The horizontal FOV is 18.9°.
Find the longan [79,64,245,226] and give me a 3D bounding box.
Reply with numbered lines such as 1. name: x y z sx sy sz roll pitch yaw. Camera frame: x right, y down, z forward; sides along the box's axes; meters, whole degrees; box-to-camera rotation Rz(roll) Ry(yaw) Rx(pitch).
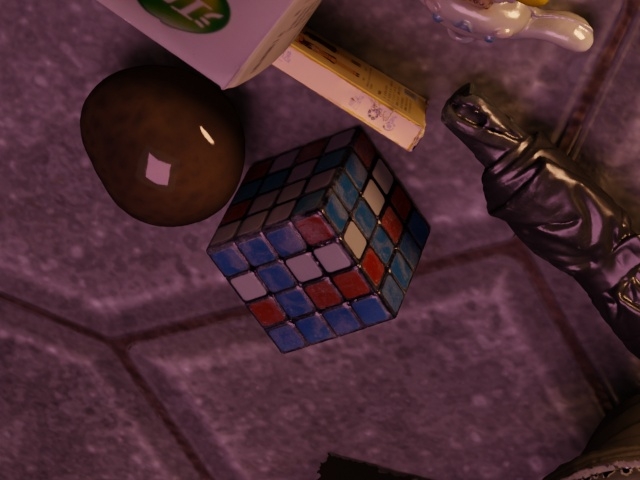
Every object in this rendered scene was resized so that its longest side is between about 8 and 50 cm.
1. longan: -0.101 -0.059 1.204 0.113 0.092 0.113 18 140 16

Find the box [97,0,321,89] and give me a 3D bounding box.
1. box: -0.109 -0.251 1.017 0.333 0.145 0.173 35 134 -9

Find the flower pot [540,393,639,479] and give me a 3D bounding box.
1. flower pot: 0.239 0.183 1.239 0.235 0.140 0.235 10 132 12

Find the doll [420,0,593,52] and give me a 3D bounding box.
1. doll: 0.086 -0.153 1.084 0.135 0.071 0.113 10 149 21

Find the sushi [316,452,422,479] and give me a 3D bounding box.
1. sushi: 0.132 0.338 1.314 0.373 0.296 0.100 14 143 11

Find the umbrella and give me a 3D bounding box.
1. umbrella: 0.157 -0.005 1.173 0.235 0.059 0.066 42 113 -17

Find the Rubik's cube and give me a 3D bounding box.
1. Rubik's cube: 0.000 0.000 1.213 0.092 0.092 0.092 -19 120 32

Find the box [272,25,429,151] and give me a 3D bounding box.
1. box: -0.003 -0.106 1.141 0.149 0.073 0.020 32 107 -5
